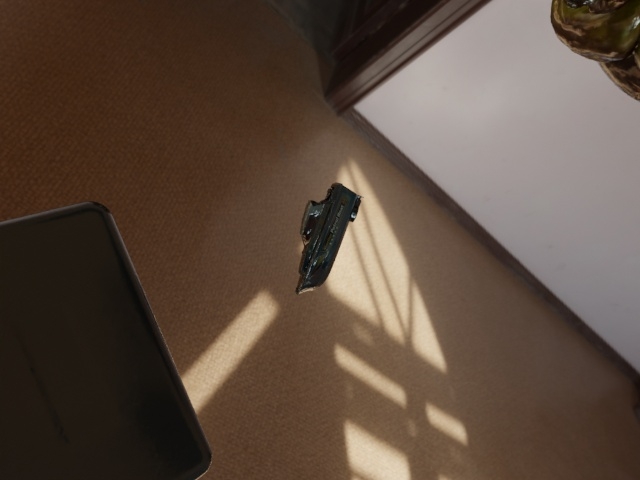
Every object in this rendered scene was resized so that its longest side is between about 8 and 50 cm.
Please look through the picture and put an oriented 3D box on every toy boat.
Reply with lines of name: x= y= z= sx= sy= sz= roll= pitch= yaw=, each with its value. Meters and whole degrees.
toy boat: x=0.000 y=0.000 z=0.647 sx=0.060 sy=0.055 sz=0.141 roll=20 pitch=95 yaw=-8

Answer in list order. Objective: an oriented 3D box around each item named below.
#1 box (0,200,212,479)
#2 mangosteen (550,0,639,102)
box: x=-0.184 y=0.095 z=0.387 sx=0.160 sy=0.050 sz=0.230 roll=-22 pitch=88 yaw=-41
mangosteen: x=0.219 y=-0.159 z=0.301 sx=0.217 sy=0.192 sz=0.192 roll=-8 pitch=72 yaw=-27
